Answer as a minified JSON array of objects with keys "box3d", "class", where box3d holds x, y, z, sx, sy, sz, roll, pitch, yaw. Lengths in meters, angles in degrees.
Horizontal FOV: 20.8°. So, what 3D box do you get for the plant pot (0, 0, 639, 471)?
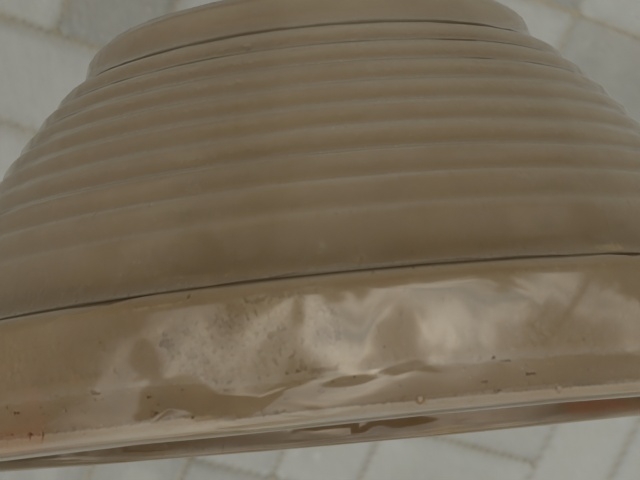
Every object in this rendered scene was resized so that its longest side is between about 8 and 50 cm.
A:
[{"box3d":[0.000,0.000,0.468,0.237,0.237,0.110,-5,82,-13],"class":"plant pot"}]
